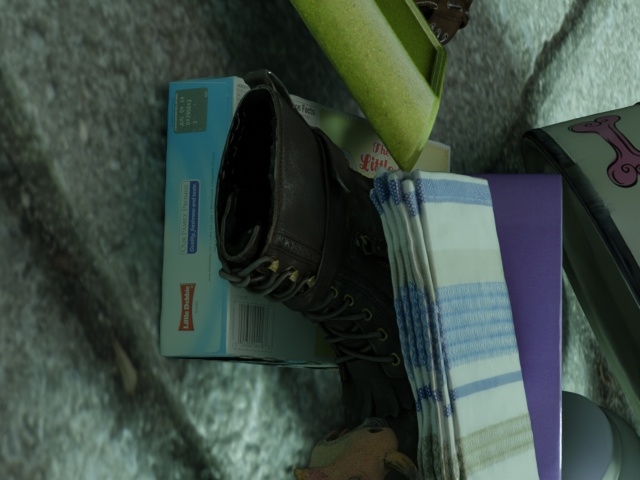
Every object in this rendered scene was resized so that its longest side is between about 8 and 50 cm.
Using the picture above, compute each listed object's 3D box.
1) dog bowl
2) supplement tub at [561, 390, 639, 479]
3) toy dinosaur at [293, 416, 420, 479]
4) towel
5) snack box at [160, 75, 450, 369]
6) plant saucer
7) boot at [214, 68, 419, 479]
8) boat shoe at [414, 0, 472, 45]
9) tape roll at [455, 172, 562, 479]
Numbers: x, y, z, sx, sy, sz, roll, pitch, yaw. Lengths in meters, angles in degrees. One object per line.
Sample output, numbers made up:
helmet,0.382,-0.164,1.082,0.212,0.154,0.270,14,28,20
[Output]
dog bowl,0.329,0.056,1.620,0.408,0.150,0.408,63,0,-1
supplement tub,0.236,0.231,1.650,0.200,0.144,0.144,48,47,-47
toy dinosaur,-0.019,0.267,1.139,0.127,0.200,0.296,5,72,-65
towel,0.096,0.091,1.239,0.209,0.034,0.285,-3,83,-70
snack box,0.000,0.000,1.360,0.322,0.060,0.187,12,78,-58
plant saucer,0.037,-0.161,1.349,0.188,0.045,0.188,56,16,-14
boot,0.002,0.042,1.226,0.229,0.091,0.263,27,55,-55
boat shoe,0.085,-0.191,1.524,0.183,0.066,0.066,-22,107,-58
tape roll,0.147,0.084,1.474,0.275,0.090,0.275,-1,90,-83
